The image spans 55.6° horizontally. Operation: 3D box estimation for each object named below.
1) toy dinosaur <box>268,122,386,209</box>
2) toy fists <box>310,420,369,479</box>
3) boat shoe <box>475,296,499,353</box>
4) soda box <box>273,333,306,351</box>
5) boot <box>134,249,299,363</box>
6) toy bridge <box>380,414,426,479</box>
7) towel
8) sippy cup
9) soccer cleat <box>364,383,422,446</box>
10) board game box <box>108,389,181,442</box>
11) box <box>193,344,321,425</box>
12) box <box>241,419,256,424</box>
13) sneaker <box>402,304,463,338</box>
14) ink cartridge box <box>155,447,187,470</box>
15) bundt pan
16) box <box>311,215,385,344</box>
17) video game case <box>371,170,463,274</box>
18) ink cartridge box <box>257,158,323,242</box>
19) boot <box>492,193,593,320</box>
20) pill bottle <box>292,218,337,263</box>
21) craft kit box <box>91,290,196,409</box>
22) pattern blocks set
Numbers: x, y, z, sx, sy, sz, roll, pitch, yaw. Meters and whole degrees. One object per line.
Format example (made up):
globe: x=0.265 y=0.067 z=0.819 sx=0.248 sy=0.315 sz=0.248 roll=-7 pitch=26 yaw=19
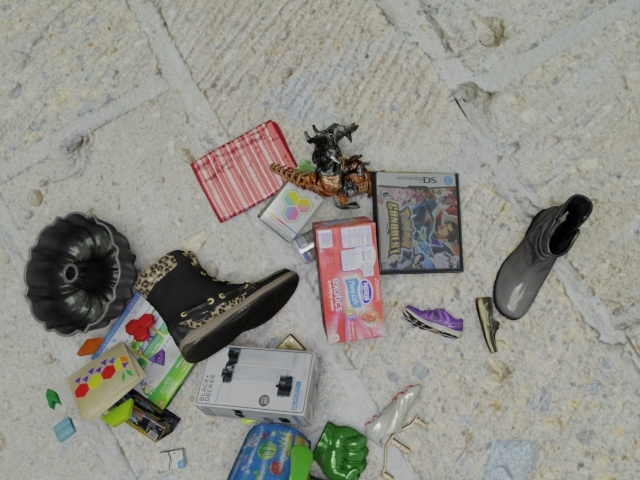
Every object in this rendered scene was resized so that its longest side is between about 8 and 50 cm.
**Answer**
toy dinosaur: x=0.034 y=-0.192 z=1.617 sx=0.164 sy=0.322 sz=0.218 roll=-4 pitch=85 yaw=47
toy fists: x=0.029 y=0.619 z=1.577 sx=0.142 sy=0.096 sz=0.279 roll=25 pitch=84 yaw=5
boat shoe: x=0.454 y=0.224 z=1.617 sx=0.049 sy=0.056 sz=0.152 roll=-14 pitch=83 yaw=7
soda box: x=-0.124 y=0.336 z=1.634 sx=0.181 sy=0.058 sz=0.061 roll=-45 pitch=83 yaw=-2
boot: x=-0.274 y=0.125 z=1.610 sx=0.377 sy=0.138 sz=0.284 roll=-34 pitch=59 yaw=-28
toy bridge: x=0.209 y=0.544 z=1.609 sx=0.063 sy=0.026 sz=0.188 roll=31 pitch=86 yaw=7
towel: x=-0.206 y=-0.196 z=1.714 sx=0.275 sy=0.031 sz=0.198 roll=-28 pitch=85 yaw=1
sippy cup: x=-0.123 y=0.583 z=1.489 sx=0.306 sy=0.240 sz=0.224 roll=-10 pitch=45 yaw=26
soccer cleat: x=0.203 y=0.458 z=1.598 sx=0.196 sy=0.068 sz=0.076 roll=-44 pitch=70 yaw=5
board game box: x=-0.467 y=0.454 z=1.597 sx=0.170 sy=0.141 sz=0.048 roll=31 pitch=87 yaw=6
box: x=-0.155 y=0.362 z=1.530 sx=0.290 sy=0.087 sz=0.169 roll=2 pitch=59 yaw=16
box: x=-0.115 y=0.433 z=1.597 sx=0.178 sy=0.109 sz=0.042 roll=-18 pitch=80 yaw=1
sneaker: x=0.303 y=0.209 z=1.634 sx=0.170 sy=0.068 sz=0.071 roll=21 pitch=70 yaw=-3
ink cartridge box: x=-0.407 y=0.592 z=1.635 sx=0.083 sy=0.028 sz=0.048 roll=-10 pitch=83 yaw=2
bundt pan: x=-0.628 y=0.092 z=1.628 sx=0.331 sy=0.124 sz=0.330 roll=-3 pitch=82 yaw=22
box: x=0.071 y=0.097 z=1.566 sx=0.154 sy=0.142 sz=0.299 roll=-8 pitch=100 yaw=-4
video game case: x=0.261 y=-0.048 z=1.625 sx=0.248 sy=0.035 sz=0.274 roll=-1 pitch=85 yaw=-18
ink cartridge box: x=-0.066 y=-0.110 z=1.663 sx=0.109 sy=0.062 sz=0.209 roll=39 pitch=87 yaw=-15
boot: x=0.556 y=0.043 z=1.548 sx=0.118 sy=0.223 sz=0.338 roll=23 pitch=85 yaw=5
pill bottle: x=0.000 y=0.000 z=1.656 sx=0.137 sy=0.078 sz=0.078 roll=-29 pitch=83 yaw=0
craft kit box: x=-0.452 y=0.287 z=1.661 sx=0.247 sy=0.061 sz=0.249 roll=34 pitch=87 yaw=9
pattern blocks set: x=-0.546 y=0.353 z=1.551 sx=0.325 sy=0.026 sz=0.285 roll=-28 pitch=49 yaw=-3
